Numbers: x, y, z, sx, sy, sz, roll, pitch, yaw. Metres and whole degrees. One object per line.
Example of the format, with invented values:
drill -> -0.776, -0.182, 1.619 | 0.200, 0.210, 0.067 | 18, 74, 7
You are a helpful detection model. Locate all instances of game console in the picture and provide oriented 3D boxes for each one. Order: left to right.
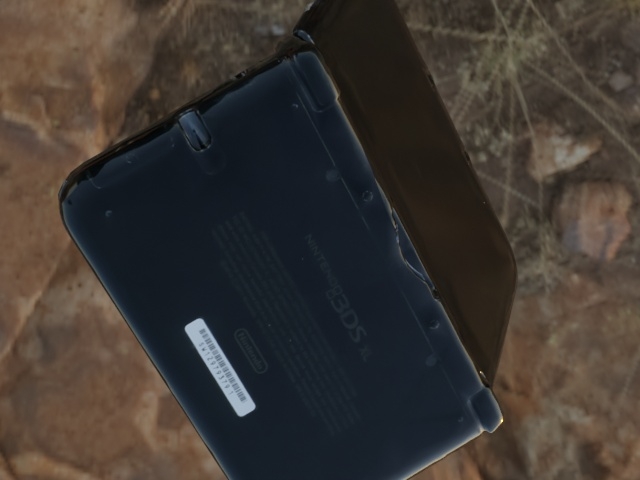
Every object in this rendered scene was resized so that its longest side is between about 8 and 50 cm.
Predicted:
game console -> 0.000, 0.000, 0.363 | 0.107, 0.071, 0.122 | -30, 115, -3
